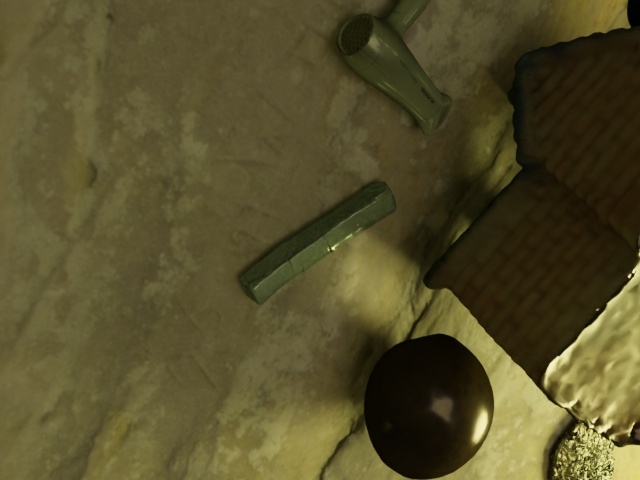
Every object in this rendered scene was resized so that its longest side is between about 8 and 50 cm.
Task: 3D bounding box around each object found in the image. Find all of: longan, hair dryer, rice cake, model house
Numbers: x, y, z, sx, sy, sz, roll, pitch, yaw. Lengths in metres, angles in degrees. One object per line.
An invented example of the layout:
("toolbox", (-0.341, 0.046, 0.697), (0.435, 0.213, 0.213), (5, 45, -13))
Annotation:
("longan", (0.153, 0.232, 1.609), (0.198, 0.198, 0.213), (-30, 118, -19))
("hair dryer", (0.142, -0.287, 1.492), (0.206, 0.075, 0.237), (35, 80, -42))
("rice cake", (0.000, 0.000, 1.513), (0.245, 0.042, 0.045), (-34, 133, -15))
("model house", (0.396, -0.020, 1.563), (0.395, 0.400, 0.445), (30, 103, -44))

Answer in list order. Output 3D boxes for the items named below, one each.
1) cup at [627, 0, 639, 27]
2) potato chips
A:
("cup", (0.560, -0.376, 1.605), (0.308, 0.242, 0.292), (-38, 124, 8))
("potato chips", (0.485, 0.361, 1.952), (0.202, 0.029, 0.220), (34, 90, -33))
